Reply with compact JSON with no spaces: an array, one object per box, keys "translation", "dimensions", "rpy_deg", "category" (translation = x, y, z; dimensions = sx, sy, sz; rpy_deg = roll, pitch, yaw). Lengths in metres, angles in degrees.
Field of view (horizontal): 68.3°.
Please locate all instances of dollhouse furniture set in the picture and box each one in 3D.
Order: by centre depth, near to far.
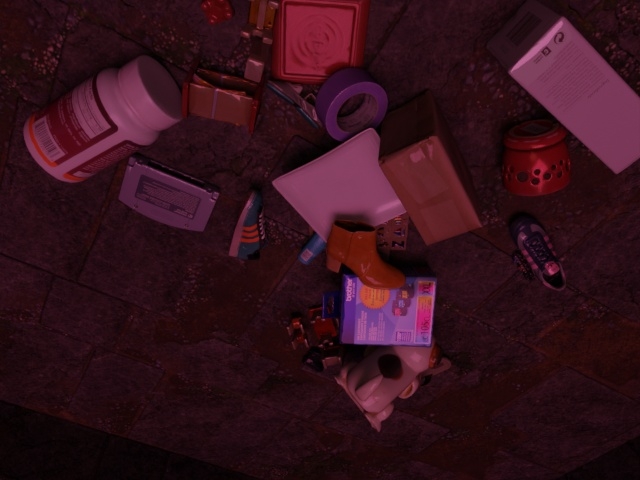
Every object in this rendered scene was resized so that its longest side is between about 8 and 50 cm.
[{"translation":[-0.229,-0.478,1.205],"dimensions":[0.201,0.152,0.374],"rpy_deg":[13,136,-9],"category":"dollhouse furniture set"},{"translation":[0.023,0.380,1.929],"dimensions":[0.261,0.135,0.259],"rpy_deg":[-11,115,10],"category":"dollhouse furniture set"}]

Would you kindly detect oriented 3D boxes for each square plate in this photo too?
[{"translation":[0.086,-0.156,1.460],"dimensions":[0.347,0.049,0.344],"rpy_deg":[-25,132,21],"category":"square plate"}]

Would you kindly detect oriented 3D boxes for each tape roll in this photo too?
[{"translation":[0.086,-0.374,1.311],"dimensions":[0.188,0.080,0.189],"rpy_deg":[-17,142,-14],"category":"tape roll"}]

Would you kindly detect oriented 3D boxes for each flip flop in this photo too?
[{"translation":[0.456,0.600,2.091],"dimensions":[0.277,0.080,0.112],"rpy_deg":[-32,120,23],"category":"flip flop"}]

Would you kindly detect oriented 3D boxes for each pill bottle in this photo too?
[{"translation":[-0.592,-0.336,1.311],"dimensions":[0.391,0.224,0.224],"rpy_deg":[-22,124,17],"category":"pill bottle"}]

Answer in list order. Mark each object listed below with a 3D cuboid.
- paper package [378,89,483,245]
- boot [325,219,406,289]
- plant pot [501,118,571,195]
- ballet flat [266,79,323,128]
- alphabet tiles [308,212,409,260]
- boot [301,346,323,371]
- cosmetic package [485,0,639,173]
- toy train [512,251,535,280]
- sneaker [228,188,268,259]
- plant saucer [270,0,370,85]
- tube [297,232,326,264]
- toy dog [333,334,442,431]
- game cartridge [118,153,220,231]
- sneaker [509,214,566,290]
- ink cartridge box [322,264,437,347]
[{"translation":[0.310,-0.205,1.336],"dimensions":[0.168,0.310,0.325],"rpy_deg":[-22,122,26],"category":"paper package"},{"translation":[0.162,0.044,1.542],"dimensions":[0.294,0.104,0.211],"rpy_deg":[15,134,1],"category":"boot"},{"translation":[0.623,-0.247,1.378],"dimensions":[0.191,0.191,0.174],"rpy_deg":[-14,120,12],"category":"plant pot"},{"translation":[-0.061,-0.404,1.344],"dimensions":[0.213,0.072,0.068],"rpy_deg":[35,91,-32],"category":"ballet flat"},{"translation":[0.129,-0.034,1.636],"dimensions":[0.342,0.011,0.285],"rpy_deg":[1,132,6],"category":"alphabet tiles"},{"translation":[-0.012,0.521,2.066],"dimensions":[0.121,0.045,0.099],"rpy_deg":[32,119,-20],"category":"boot"},{"translation":[0.665,-0.400,1.234],"dimensions":[0.453,0.230,0.161],"rpy_deg":[32,122,-20],"category":"cosmetic package"},{"translation":[0.744,0.095,1.736],"dimensions":[0.036,0.027,0.158],"rpy_deg":[-23,125,31],"category":"toy train"},{"translation":[-0.225,-0.048,1.603],"dimensions":[0.120,0.108,0.302],"rpy_deg":[15,134,-11],"category":"sneaker"},{"translation":[-0.006,-0.534,1.259],"dimensions":[0.258,0.048,0.259],"rpy_deg":[3,127,-2],"category":"plant saucer"},{"translation":[0.000,0.000,1.644],"dimensions":[0.080,0.052,0.207],"rpy_deg":[29,121,-27],"category":"tube"},{"translation":[0.276,0.485,1.871],"dimensions":[0.407,0.284,0.395],"rpy_deg":[-38,149,-13],"category":"toy dog"},{"translation":[-0.503,-0.145,1.563],"dimensions":[0.297,0.062,0.198],"rpy_deg":[23,129,-15],"category":"game cartridge"},{"translation":[0.764,0.045,1.623],"dimensions":[0.112,0.131,0.319],"rpy_deg":[-37,119,12],"category":"sneaker"},{"translation":[0.205,0.234,1.718],"dimensions":[0.394,0.151,0.270],"rpy_deg":[2,100,2],"category":"ink cartridge box"}]
